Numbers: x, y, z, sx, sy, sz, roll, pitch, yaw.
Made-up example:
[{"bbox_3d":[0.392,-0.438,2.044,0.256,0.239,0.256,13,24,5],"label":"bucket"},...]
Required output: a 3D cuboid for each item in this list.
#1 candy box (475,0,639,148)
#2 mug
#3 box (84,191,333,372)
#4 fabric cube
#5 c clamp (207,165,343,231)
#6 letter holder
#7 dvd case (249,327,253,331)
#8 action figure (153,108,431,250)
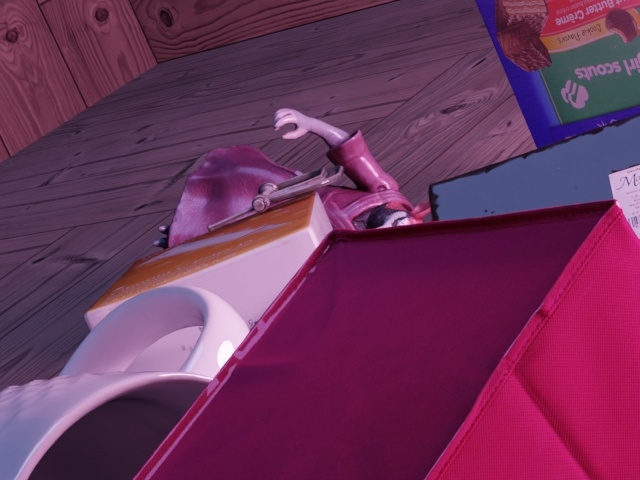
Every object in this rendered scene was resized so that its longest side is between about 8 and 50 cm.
[{"bbox_3d":[0.325,-0.195,1.779,0.268,0.317,0.122,-7,25,48],"label":"candy box"},{"bbox_3d":[-0.170,0.196,1.244,0.328,0.276,0.374,-9,50,52],"label":"mug"},{"bbox_3d":[-0.073,0.080,1.629,0.215,0.168,0.345,-22,6,3],"label":"box"},{"bbox_3d":[0.088,0.159,1.010,0.254,0.258,0.259,-6,38,51],"label":"fabric cube"},{"bbox_3d":[-0.041,-0.052,1.772,0.137,0.022,0.161,-20,6,11],"label":"c clamp"},{"bbox_3d":[0.278,0.020,1.524,0.301,0.214,0.152,-18,49,15],"label":"letter holder"},{"bbox_3d":[-0.048,0.154,1.389,0.253,0.022,0.180,-39,44,5],"label":"dvd case"},{"bbox_3d":[0.000,0.000,1.980,0.370,0.248,0.275,5,-12,36],"label":"action figure"}]
